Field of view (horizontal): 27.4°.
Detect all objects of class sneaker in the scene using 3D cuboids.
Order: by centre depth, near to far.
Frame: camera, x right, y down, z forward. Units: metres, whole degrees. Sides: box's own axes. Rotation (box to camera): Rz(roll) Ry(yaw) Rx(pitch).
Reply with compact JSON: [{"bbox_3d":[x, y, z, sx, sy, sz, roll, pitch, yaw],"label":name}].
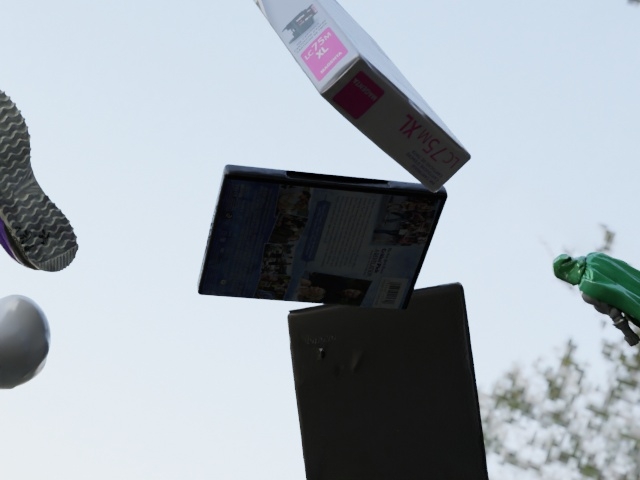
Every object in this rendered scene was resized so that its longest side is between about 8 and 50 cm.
[{"bbox_3d":[-0.469,-0.084,1.903,0.146,0.102,0.293,-2,-67,54],"label":"sneaker"}]

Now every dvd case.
[{"bbox_3d":[0.000,0.000,1.473,0.253,0.022,0.180,5,-50,-14],"label":"dvd case"}]

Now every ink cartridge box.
[{"bbox_3d":[0.021,-0.190,1.332,0.186,0.065,0.311,37,16,-39],"label":"ink cartridge box"}]

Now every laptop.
[{"bbox_3d":[0.168,0.279,1.801,0.408,0.236,0.382,36,-27,-27],"label":"laptop"}]

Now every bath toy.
[{"bbox_3d":[-0.477,0.088,1.510,0.348,0.129,0.151,20,-66,19],"label":"bath toy"}]

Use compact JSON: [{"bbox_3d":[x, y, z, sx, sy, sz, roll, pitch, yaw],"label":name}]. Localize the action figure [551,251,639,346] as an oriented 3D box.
[{"bbox_3d":[0.364,0.076,1.475,0.232,0.137,0.063,30,-50,0],"label":"action figure"}]
